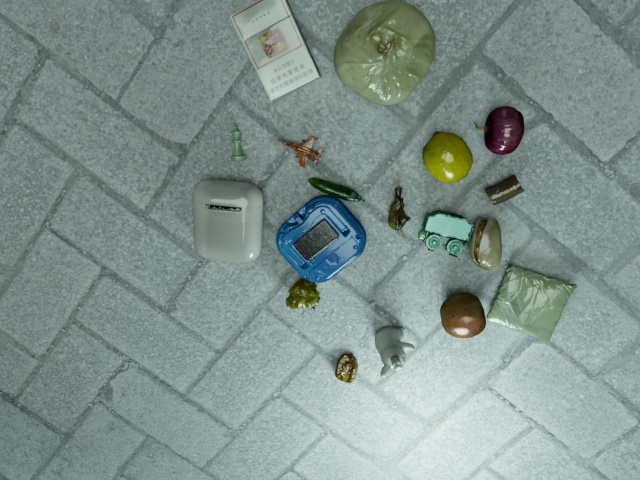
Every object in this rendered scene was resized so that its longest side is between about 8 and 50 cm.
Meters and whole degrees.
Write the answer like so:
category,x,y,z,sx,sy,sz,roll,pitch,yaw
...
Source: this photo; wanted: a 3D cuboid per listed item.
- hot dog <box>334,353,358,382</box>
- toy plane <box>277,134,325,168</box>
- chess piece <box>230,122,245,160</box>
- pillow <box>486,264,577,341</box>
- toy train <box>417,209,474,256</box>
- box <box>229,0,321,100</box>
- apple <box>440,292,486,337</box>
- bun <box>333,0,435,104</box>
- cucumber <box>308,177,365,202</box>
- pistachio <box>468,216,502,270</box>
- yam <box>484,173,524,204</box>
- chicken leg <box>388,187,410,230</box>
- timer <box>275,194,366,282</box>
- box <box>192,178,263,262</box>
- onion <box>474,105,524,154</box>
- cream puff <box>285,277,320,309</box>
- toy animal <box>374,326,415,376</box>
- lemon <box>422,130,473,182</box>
category,x,y,z,sx,sy,sz,roll,pitch,yaw
hot dog,0.121,0.591,2.209,0.099,0.065,0.147,18,112,10
toy plane,-0.080,-0.364,1.909,0.189,0.062,0.135,26,110,11
chess piece,-0.334,-0.393,1.926,0.059,0.059,0.148,-1,102,6
pillow,0.875,0.260,2.013,0.281,0.076,0.274,18,107,6
toy train,0.501,-0.034,1.933,0.204,0.112,0.162,13,102,-1
box,-0.162,-0.713,1.775,0.211,0.095,0.330,-23,104,12
apple,0.591,0.313,2.002,0.174,0.188,0.188,-12,107,20
bun,0.223,-0.655,1.691,0.362,0.213,0.360,2,107,7
cucumber,0.067,-0.201,1.947,0.251,0.056,0.055,19,110,0
pistachio,0.662,0.016,1.925,0.152,0.126,0.222,-24,113,-31
yam,0.715,-0.194,1.870,0.127,0.084,0.084,-29,104,18
chicken leg,0.320,-0.127,1.946,0.093,0.070,0.177,-1,99,0
timer,0.000,0.000,1.994,0.340,0.115,0.309,-39,98,17
box,-0.383,-0.077,1.990,0.289,0.141,0.348,6,109,5
onion,0.662,-0.400,1.750,0.154,0.177,0.177,-10,110,-19
cream puff,-0.081,0.230,2.069,0.156,0.121,0.156,-11,67,28
toy animal,0.316,0.488,2.052,0.139,0.282,0.140,20,113,-17
lemon,0.476,-0.310,1.806,0.193,0.180,0.180,29,112,-35
